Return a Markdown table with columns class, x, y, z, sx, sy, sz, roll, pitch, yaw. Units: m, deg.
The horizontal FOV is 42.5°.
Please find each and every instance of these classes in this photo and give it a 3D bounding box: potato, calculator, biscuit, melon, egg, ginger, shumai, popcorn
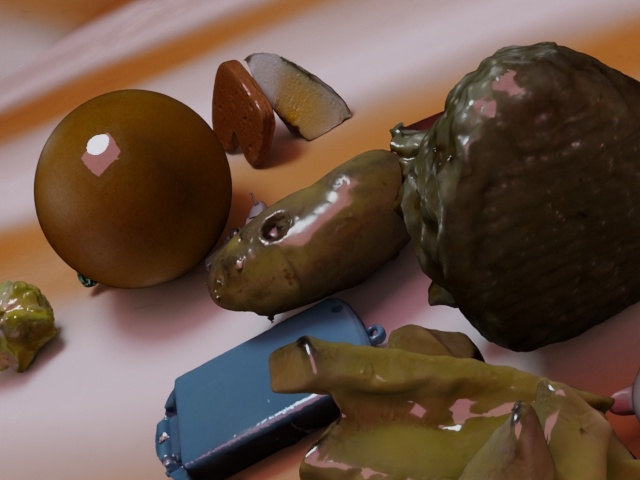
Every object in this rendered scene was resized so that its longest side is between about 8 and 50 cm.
| class | x | y | z | sx | sy | sz | roll | pitch | yaw |
| --- | --- | --- | --- | --- | --- | --- | --- | --- | --- |
| potato | 0.000 | 0.000 | 0.995 | 0.296 | 0.141 | 0.191 | -28 | 1 | -6 |
| calculator | -0.057 | 0.167 | 0.927 | 0.293 | 0.051 | 0.173 | -28 | 32 | 4 |
| biscuit | -0.133 | -0.203 | 1.411 | 0.036 | 0.186 | 0.192 | -15 | 51 | -26 |
| melon | -0.048 | -0.242 | 1.415 | 0.093 | 0.202 | 0.139 | -55 | 1 | -2 |
| egg | -0.271 | -0.079 | 1.212 | 0.282 | 0.283 | 0.351 | -30 | 22 | 3 |
| ginger | 0.096 | 0.223 | 0.592 | 0.358 | 0.211 | 0.413 | -39 | 34 | -7 |
| shumai | 0.176 | -0.076 | 0.806 | 0.292 | 0.330 | 0.288 | -42 | 42 | 11 |
| popcorn | -0.477 | 0.133 | 1.250 | 0.145 | 0.126 | 0.126 | -17 | 35 | -23 |

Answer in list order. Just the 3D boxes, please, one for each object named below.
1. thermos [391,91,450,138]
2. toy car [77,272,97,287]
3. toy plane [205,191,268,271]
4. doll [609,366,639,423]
| class | x | y | z | sx | sy | sz | roll | pitch | yaw |
| --- | --- | --- | --- | --- | --- | --- | --- | --- | --- |
| thermos | 0.218 | -0.141 | 1.073 | 0.232 | 0.099 | 0.124 | -20 | 71 | 14 |
| toy car | -0.343 | 0.019 | 1.353 | 0.073 | 0.054 | 0.143 | -16 | 40 | 26 |
| toy plane | -0.089 | -0.009 | 1.177 | 0.162 | 0.066 | 0.171 | -16 | 40 | 9 |
| doll | 0.318 | 0.134 | 0.617 | 0.110 | 0.107 | 0.180 | -57 | 29 | 0 |
